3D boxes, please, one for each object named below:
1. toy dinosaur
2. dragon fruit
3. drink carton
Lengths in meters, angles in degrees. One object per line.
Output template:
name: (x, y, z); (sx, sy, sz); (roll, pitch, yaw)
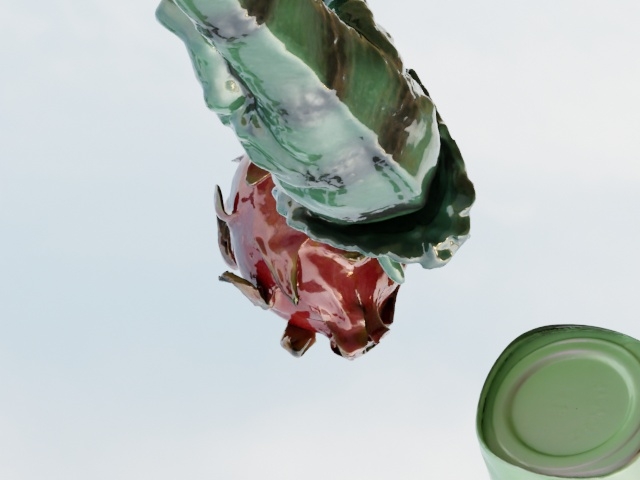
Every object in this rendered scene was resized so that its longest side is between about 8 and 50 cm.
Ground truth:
toy dinosaur: (-0.011, -0.065, 0.664); (0.120, 0.079, 0.292); (58, -174, 35)
dragon fruit: (0.000, 0.000, 1.256); (0.166, 0.136, 0.133); (65, -169, 11)
drink carton: (0.162, 0.135, 1.140); (0.144, 0.142, 0.146); (10, -126, 24)
